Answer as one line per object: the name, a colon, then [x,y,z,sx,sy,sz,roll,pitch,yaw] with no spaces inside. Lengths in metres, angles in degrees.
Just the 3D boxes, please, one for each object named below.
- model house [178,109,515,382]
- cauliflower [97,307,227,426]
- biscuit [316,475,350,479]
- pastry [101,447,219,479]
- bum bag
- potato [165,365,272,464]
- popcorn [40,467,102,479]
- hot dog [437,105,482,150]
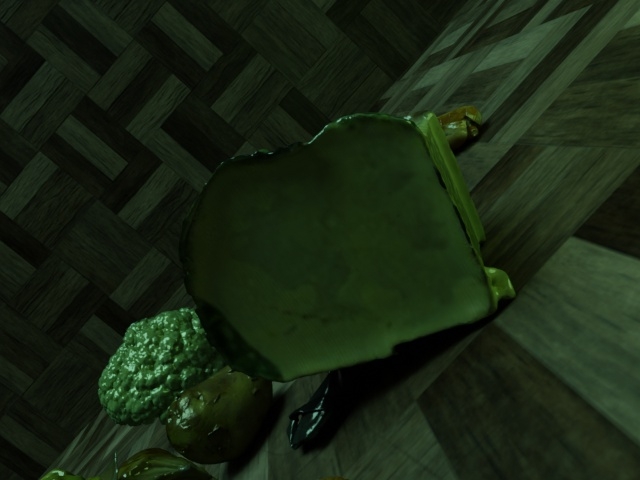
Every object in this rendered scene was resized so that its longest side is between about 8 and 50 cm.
model house: [0.026,-0.025,0.712,0.321,0.261,0.266,-21,17,20]
cauliflower: [-0.313,0.284,1.309,0.250,0.275,0.272,77,-152,-62]
biscuit: [-0.041,0.312,0.512,0.254,0.035,0.254,-47,10,11]
pastry: [-0.189,0.351,0.560,0.330,0.136,0.329,-63,3,5]
bum bag: [0.021,0.168,0.744,0.198,0.049,0.087,-52,6,-13]
potato: [-0.143,0.258,0.904,0.175,0.137,0.137,-30,-1,-32]
popcorn: [-0.380,0.446,0.894,0.250,0.241,0.235,-51,-32,-67]
hot dog: [0.233,-0.202,1.182,0.092,0.062,0.235,-51,13,-10]
